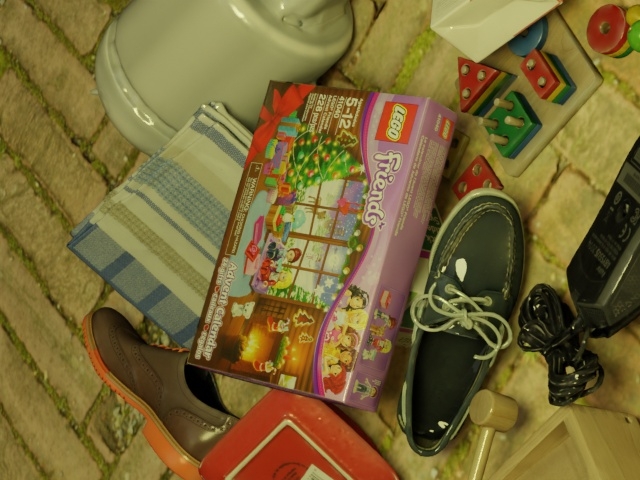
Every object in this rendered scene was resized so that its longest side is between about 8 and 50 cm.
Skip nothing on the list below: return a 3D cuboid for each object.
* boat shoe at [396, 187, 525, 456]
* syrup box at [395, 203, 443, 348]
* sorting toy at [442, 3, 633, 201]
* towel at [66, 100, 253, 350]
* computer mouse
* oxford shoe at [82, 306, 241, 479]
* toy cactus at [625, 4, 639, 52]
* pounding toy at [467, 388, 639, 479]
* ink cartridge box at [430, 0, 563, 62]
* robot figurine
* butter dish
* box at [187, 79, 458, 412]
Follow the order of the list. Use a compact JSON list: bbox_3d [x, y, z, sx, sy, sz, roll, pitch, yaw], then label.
[{"bbox_3d":[0.126,0.078,1.712,0.079,0.095,0.255,-75,6,-72],"label":"boat shoe"},{"bbox_3d":[0.056,-0.017,1.840,0.096,0.093,0.237,-42,52,34],"label":"syrup box"},{"bbox_3d":[0.178,-0.147,1.766,0.274,0.046,0.132,-50,48,30],"label":"sorting toy"},{"bbox_3d":[-0.124,-0.007,1.996,0.285,0.209,0.034,-39,14,39],"label":"towel"},{"bbox_3d":[0.272,0.008,1.593,0.272,0.072,0.188,-61,14,17],"label":"computer mouse"},{"bbox_3d":[-0.172,0.151,2.078,0.098,0.097,0.271,-51,54,12],"label":"oxford shoe"},{"bbox_3d":[0.345,-0.183,1.541,0.180,0.112,0.219,-21,30,15],"label":"toy cactus"},{"bbox_3d":[0.202,0.218,1.626,0.181,0.094,0.206,-51,41,33],"label":"pounding toy"},{"bbox_3d":[0.170,-0.279,1.761,0.115,0.067,0.198,-33,36,39],"label":"ink cartridge box"},{"bbox_3d":[-0.105,-0.211,1.987,0.353,0.200,0.300,-39,83,36],"label":"robot figurine"},{"bbox_3d":[-0.009,0.218,1.853,0.160,0.118,0.160,44,115,1],"label":"butter dish"},{"bbox_3d":[0.000,0.000,1.767,0.201,0.057,0.293,10,81,39],"label":"box"}]
